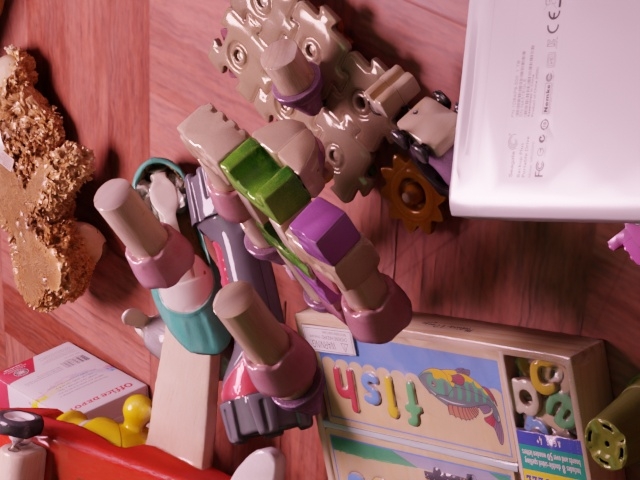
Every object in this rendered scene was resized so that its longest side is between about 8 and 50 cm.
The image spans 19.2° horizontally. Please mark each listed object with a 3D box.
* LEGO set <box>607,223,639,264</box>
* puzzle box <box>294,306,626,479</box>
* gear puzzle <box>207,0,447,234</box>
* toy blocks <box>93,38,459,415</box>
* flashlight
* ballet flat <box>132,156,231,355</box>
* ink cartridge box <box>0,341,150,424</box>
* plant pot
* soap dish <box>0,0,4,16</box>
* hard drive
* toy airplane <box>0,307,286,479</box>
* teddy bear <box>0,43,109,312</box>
[{"bbox_3d":[0.333,0.060,1.608,0.093,0.087,0.227,-42,74,36],"label":"LEGO set"},{"bbox_3d":[0.144,0.213,1.950,0.409,0.052,0.272,5,113,49],"label":"puzzle box"},{"bbox_3d":[0.023,-0.143,1.931,0.339,0.044,0.175,47,137,20],"label":"gear puzzle"},{"bbox_3d":[0.000,0.000,1.865,0.288,0.309,0.260,38,167,44],"label":"toy blocks"},{"bbox_3d":[-0.086,0.068,2.084,0.103,0.103,0.304,55,-160,-79],"label":"flashlight"},{"bbox_3d":[-0.166,0.013,2.151,0.087,0.083,0.247,67,-175,-69],"label":"ballet flat"},{"bbox_3d":[-0.321,0.234,2.465,0.176,0.128,0.127,23,125,44],"label":"ink cartridge box"},{"bbox_3d":[0.286,0.173,1.732,0.083,0.079,0.083,25,126,41],"label":"plant pot"},{"bbox_3d":[-0.484,-0.364,2.369,0.229,0.118,0.291,49,139,22],"label":"soap dish"},{"bbox_3d":[0.254,-0.131,1.576,0.353,0.047,0.233,2,84,51],"label":"hard drive"},{"bbox_3d":[-0.187,0.281,2.262,0.386,0.272,0.384,-34,91,16],"label":"toy airplane"},{"bbox_3d":[-0.355,-0.080,2.386,0.338,0.113,0.245,59,136,24],"label":"teddy bear"}]
